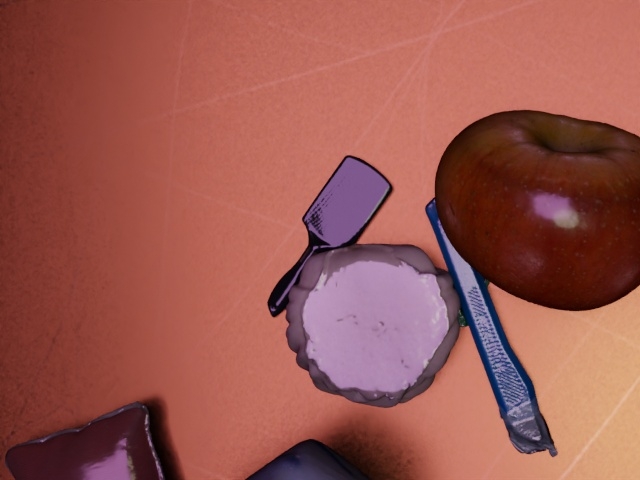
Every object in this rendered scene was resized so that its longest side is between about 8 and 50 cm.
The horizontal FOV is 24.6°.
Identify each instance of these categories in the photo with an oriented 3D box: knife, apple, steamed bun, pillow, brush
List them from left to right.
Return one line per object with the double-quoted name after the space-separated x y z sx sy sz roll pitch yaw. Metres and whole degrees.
-0.235 0.279 1.561 0.171 0.075 0.179 -20 86 8 "pillow"
0.000 0.000 1.561 0.063 0.016 0.193 37 94 8 "brush"
0.055 0.085 1.507 0.183 0.106 0.183 0 93 8 "steamed bun"
0.175 0.091 1.514 0.044 0.026 0.296 -20 94 11 "knife"
0.228 -0.028 1.437 0.235 0.210 0.173 20 120 17 "apple"

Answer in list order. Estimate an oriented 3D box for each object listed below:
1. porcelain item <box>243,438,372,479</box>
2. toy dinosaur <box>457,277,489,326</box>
-0.037 0.307 1.365 0.242 0.405 0.178 -34 82 7 "porcelain item"
0.163 0.056 1.532 0.083 0.021 0.062 -13 94 12 "toy dinosaur"
